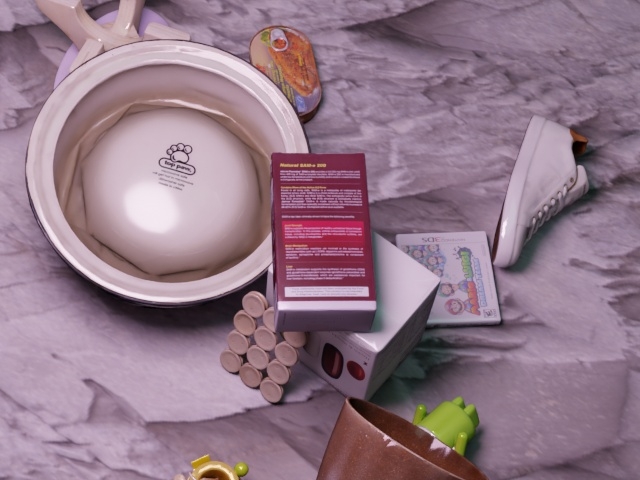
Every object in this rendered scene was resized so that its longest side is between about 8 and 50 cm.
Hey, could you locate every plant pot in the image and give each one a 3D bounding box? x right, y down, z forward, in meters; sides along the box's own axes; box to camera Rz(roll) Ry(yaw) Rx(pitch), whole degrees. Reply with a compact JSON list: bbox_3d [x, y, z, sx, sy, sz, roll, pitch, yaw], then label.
[{"bbox_3d":[0.069,0.356,1.596,0.215,0.215,0.230,31,93,12],"label":"plant pot"}]

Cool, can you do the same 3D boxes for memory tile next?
[{"bbox_3d":[-0.081,0.151,1.743,0.113,0.148,0.012,34,36,14],"label":"memory tile"}]

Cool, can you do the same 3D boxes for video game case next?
[{"bbox_3d":[0.193,0.058,1.886,0.143,0.019,0.157,-2,61,-6],"label":"video game case"}]

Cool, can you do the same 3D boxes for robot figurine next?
[{"bbox_3d":[0.171,0.272,1.734,0.115,0.067,0.101,-37,43,-21],"label":"robot figurine"}]

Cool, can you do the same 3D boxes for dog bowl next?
[{"bbox_3d":[-0.221,-0.081,1.817,0.408,0.150,0.408,3,71,-7],"label":"dog bowl"}]

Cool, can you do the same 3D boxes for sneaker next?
[{"bbox_3d":[0.351,-0.073,1.925,0.123,0.106,0.290,19,59,8],"label":"sneaker"}]

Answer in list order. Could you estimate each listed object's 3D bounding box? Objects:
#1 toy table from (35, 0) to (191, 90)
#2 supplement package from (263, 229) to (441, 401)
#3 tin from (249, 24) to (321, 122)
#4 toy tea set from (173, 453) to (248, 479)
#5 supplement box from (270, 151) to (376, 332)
[{"bbox_3d":[-0.327,-0.304,1.964,0.252,0.161,0.274,10,59,0],"label":"toy table"},{"bbox_3d":[0.039,0.094,1.746,0.194,0.203,0.149,36,64,15],"label":"supplement package"},{"bbox_3d":[-0.060,-0.273,2.042,0.106,0.040,0.189,-4,61,-12],"label":"tin"},{"bbox_3d":[-0.214,0.406,1.589,0.336,0.124,0.200,-25,66,-18],"label":"toy tea set"},{"bbox_3d":[0.000,0.000,1.636,0.130,0.073,0.239,1,61,-5],"label":"supplement box"}]
